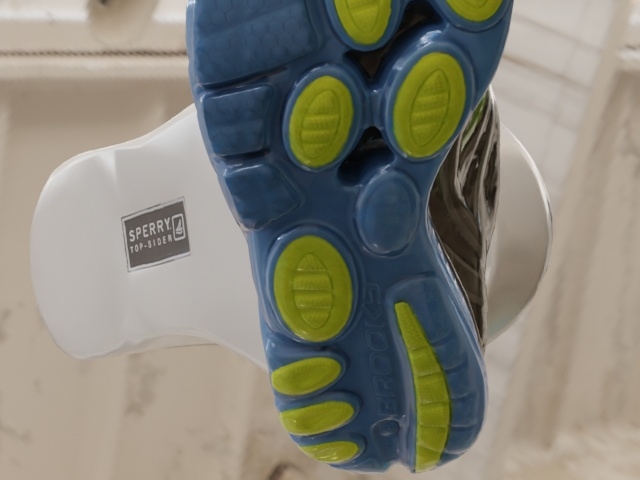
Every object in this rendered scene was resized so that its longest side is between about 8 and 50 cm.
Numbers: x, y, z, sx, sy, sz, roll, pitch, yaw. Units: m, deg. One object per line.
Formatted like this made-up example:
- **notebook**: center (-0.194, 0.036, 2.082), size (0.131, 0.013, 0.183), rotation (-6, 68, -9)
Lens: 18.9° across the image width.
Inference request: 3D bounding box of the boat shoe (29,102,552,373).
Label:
- **boat shoe**: center (0.000, 0.000, 0.685), size (0.102, 0.301, 0.108), rotation (-4, -94, -32)

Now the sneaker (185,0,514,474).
- **sneaker**: center (0.008, -0.030, 0.431), size (0.067, 0.078, 0.188), rotation (-3, -49, 2)
